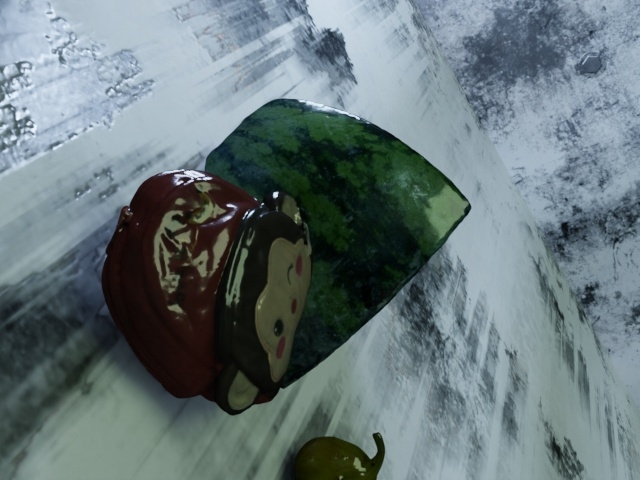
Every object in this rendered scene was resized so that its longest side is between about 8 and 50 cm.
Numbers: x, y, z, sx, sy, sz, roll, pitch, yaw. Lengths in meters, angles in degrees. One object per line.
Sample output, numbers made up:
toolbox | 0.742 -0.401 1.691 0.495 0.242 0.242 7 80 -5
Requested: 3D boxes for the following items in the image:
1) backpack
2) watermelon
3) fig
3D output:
backpack | -0.105 0.037 0.809 0.229 0.138 0.229 17 69 -55
watermelon | -0.026 0.008 1.035 0.250 0.293 0.283 -32 67 -29
fig | 0.025 0.240 0.910 0.082 0.098 0.084 7 71 -64
